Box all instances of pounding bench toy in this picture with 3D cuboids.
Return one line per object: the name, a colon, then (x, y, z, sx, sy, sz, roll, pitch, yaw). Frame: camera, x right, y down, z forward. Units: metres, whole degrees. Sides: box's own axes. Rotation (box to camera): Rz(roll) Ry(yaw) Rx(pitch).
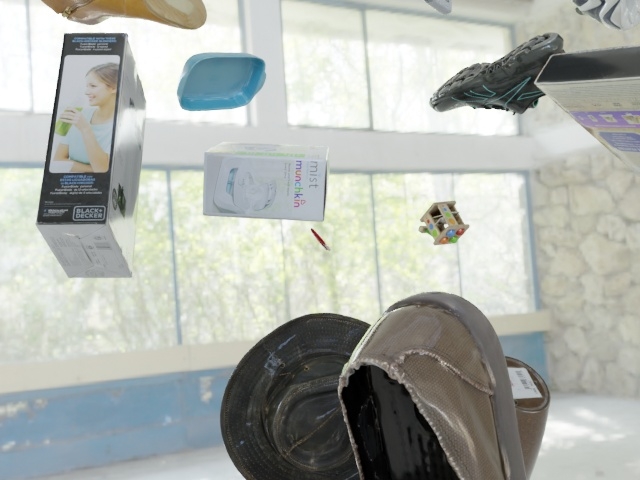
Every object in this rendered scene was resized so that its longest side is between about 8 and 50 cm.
pounding bench toy: (0.213, -0.019, 1.449, 0.052, 0.065, 0.083, -6, -32, -33)

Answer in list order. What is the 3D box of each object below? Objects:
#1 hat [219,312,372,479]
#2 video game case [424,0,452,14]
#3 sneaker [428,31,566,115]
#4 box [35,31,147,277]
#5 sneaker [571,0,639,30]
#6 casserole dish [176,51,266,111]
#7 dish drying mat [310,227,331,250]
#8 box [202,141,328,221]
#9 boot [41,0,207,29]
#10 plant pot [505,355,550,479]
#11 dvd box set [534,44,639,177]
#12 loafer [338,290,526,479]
hat: (0.007, 0.266, 1.296, 0.331, 0.331, 0.134, -3, -10, -10)
video game case: (0.166, -0.528, 1.432, 0.023, 0.212, 0.193, -14, -24, 43)
sneaker: (0.297, -0.250, 1.369, 0.267, 0.106, 0.101, -14, 26, 48)
box: (-0.297, -0.112, 1.093, 0.087, 0.290, 0.169, 0, -25, -2)
sneaker: (0.487, -0.491, 1.419, 0.094, 0.235, 0.153, -28, 34, -25)
casserole dish: (-0.180, -0.285, 1.446, 0.188, 0.037, 0.114, -13, -39, -43)
dish drying mat: (0.000, 0.000, 1.200, 0.008, 0.032, 0.083, -41, -9, 0)
box: (-0.099, -0.119, 1.621, 0.231, 0.127, 0.262, 3, 11, 2)
boot: (-0.385, -0.461, 1.575, 0.295, 0.104, 0.211, 24, -23, -27)
plant pot: (0.243, 0.288, 1.227, 0.215, 0.230, 0.215, 15, 35, -11)
dvd box set: (0.553, -0.134, 1.192, 0.420, 0.062, 0.307, 34, -5, -21)
loafer: (0.082, 0.223, 0.562, 0.134, 0.366, 0.130, -21, -7, 39)
